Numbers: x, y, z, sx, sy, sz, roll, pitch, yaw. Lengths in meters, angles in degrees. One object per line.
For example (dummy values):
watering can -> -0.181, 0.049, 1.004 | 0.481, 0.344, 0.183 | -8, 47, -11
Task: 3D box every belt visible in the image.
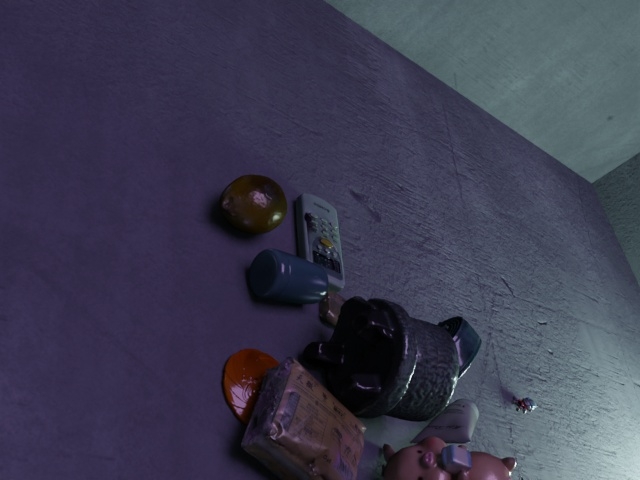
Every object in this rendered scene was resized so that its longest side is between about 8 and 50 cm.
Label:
belt -> 0.316, 0.316, 1.829 | 0.116, 0.206, 0.267 | 49, 44, -4

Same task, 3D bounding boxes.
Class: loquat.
loquat -> -0.169, -0.088, 1.703 | 0.195, 0.152, 0.152 | 3, 57, -57

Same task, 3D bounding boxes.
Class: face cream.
face cream -> 0.335, 0.475, 1.750 | 0.314, 0.143, 0.089 | -5, 90, -67

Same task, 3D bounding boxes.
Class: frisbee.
frisbee -> -0.123, 0.316, 1.480 | 0.192, 0.035, 0.192 | 30, 40, -29

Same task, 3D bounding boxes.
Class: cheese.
cheese -> 0.079, 0.201, 1.812 | 0.192, 0.037, 0.097 | 28, 42, -31

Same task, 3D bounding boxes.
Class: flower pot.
flower pot -> 0.135, 0.268, 1.607 | 0.283, 0.299, 0.299 | 19, 46, -33

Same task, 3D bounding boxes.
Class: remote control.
remote control -> 0.000, 0.000, 1.889 | 0.140, 0.056, 0.296 | 27, 42, -34

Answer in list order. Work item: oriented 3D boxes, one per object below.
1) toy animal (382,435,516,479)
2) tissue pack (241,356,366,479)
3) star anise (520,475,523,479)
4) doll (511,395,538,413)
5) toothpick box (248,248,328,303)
toy animal -> 0.277, 0.541, 1.539 | 0.256, 0.212, 0.195 | 23, 40, -5
tissue pack -> -0.023, 0.399, 1.417 | 0.256, 0.123, 0.215 | 49, 33, -22
star anise -> 0.572, 0.709, 1.890 | 0.129, 0.056, 0.124 | 1, 70, -45
doll -> 0.649, 0.516, 2.174 | 0.114, 0.039, 0.057 | 7, 11, -35
toothpick box -> -0.071, 0.095, 1.669 | 0.184, 0.120, 0.120 | 19, 46, -43
